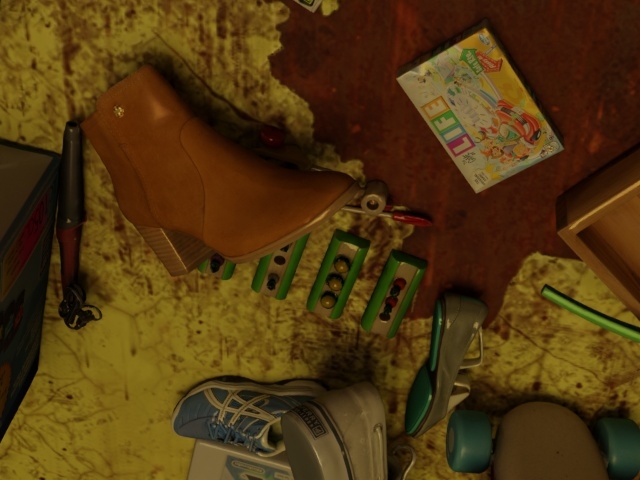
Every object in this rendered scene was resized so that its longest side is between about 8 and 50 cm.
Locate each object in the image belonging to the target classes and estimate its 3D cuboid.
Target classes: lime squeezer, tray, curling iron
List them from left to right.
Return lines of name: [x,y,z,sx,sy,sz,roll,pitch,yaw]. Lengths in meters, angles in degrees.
curling iron: [-0.276,-0.012,1.228,0.068,0.035,0.274,31,128,35]
lime squeezer: [0.383,0.086,1.081,0.311,0.059,0.110,-5,122,14]
tray: [0.454,0.056,1.125,0.203,0.076,0.411,-36,111,28]

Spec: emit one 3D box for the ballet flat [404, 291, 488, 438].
ballet flat: [0.149,0.152,1.246,0.068,0.072,0.213,6,125,-6]

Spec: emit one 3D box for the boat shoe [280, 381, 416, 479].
boat shoe: [0.057,0.304,1.295,0.156,0.136,0.367,-26,128,-20]

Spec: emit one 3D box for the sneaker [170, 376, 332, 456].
sneaker: [-0.088,0.219,1.323,0.211,0.081,0.080,-8,121,15]

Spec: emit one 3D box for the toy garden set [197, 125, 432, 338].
toy garden set: [0.000,0.000,1.182,0.244,0.049,0.203,19,124,-3]

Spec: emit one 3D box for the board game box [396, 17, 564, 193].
board game box: [0.161,-0.132,1.081,0.103,0.026,0.154,-28,114,25]

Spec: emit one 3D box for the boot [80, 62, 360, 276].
boot: [-0.117,-0.083,1.073,0.295,0.104,0.211,-17,108,42]

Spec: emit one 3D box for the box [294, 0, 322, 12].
box: [-0.061,-0.306,0.955,0.207,0.036,0.114,30,125,-13]

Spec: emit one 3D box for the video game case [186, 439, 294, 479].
video game case: [-0.033,0.407,1.465,0.329,0.036,0.300,15,124,0]

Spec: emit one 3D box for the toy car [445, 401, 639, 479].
toy car: [0.252,0.333,1.281,0.219,0.210,0.238,3,137,-5]

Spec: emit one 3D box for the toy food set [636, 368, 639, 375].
toy food set: [0.413,0.172,1.242,0.078,0.019,0.122,-25,123,24]

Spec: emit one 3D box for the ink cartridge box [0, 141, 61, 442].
ink cartridge box: [-0.412,0.114,1.197,0.151,0.270,0.395,16,124,-3]
